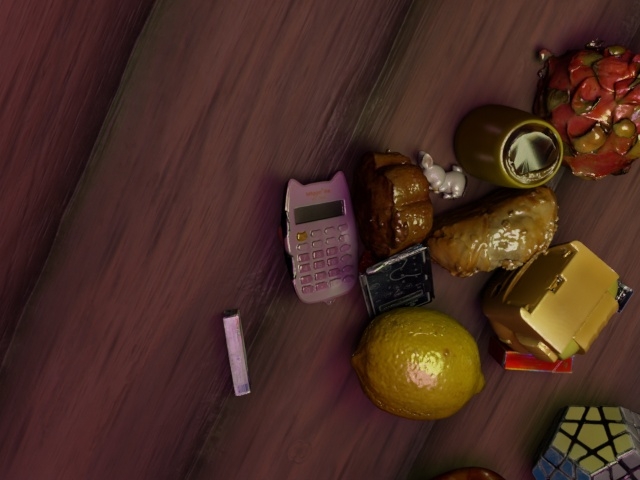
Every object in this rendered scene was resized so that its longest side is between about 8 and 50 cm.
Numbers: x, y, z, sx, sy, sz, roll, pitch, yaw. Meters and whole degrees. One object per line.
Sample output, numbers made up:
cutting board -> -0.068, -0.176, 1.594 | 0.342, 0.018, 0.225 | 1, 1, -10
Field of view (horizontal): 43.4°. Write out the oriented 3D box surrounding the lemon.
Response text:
lemon -> 0.222, 0.279, 1.813 | 0.310, 0.258, 0.258 | 12, 101, 3

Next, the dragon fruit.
dragon fruit -> 0.624, -0.273, 1.745 | 0.314, 0.263, 0.296 | 14, 101, -11

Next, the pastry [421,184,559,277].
pastry -> 0.381, -0.009, 1.773 | 0.310, 0.255, 0.162 | -21, 101, 3

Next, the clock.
clock -> 0.491, 0.131, 1.790 | 0.200, 0.317, 0.244 | 45, 80, -11

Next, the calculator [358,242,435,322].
calculator -> 0.174, 0.103, 1.797 | 0.165, 0.028, 0.274 | -24, 149, -3

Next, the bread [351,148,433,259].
bread -> 0.147, -0.082, 1.733 | 0.135, 0.246, 0.232 | -13, 102, -15

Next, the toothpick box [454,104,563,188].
toothpick box -> 0.406, -0.198, 1.725 | 0.174, 0.271, 0.175 | -2, 103, -7

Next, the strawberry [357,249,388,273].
strawberry -> 0.121, 0.056, 1.850 | 0.083, 0.073, 0.073 | -41, 105, 16

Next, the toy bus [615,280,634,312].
toy bus -> 0.661, 0.107, 1.931 | 0.167, 0.076, 0.073 | 29, 98, -15

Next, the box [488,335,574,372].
box -> 0.504, 0.274, 1.928 | 0.175, 0.112, 0.048 | 5, 101, -7

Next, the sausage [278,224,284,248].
sausage -> -0.046, 0.025, 1.820 | 0.062, 0.062, 0.154 | -24, 105, -2

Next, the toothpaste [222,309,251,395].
toothpaste -> -0.193, 0.259, 1.859 | 0.040, 0.047, 0.197 | -8, 103, -3

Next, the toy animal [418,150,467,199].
toy animal -> 0.269, -0.143, 1.822 | 0.124, 0.071, 0.085 | 19, 100, -12

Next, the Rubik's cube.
Rubik's cube -> 0.668, 0.537, 1.929 | 0.264, 0.319, 0.319 | -16, 106, -32

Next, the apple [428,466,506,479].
apple -> 0.355, 0.698, 1.920 | 0.288, 0.288, 0.317 | -18, 114, -4

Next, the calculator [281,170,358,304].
calculator -> -0.001, 0.000, 1.792 | 0.194, 0.043, 0.294 | -13, 100, -35
